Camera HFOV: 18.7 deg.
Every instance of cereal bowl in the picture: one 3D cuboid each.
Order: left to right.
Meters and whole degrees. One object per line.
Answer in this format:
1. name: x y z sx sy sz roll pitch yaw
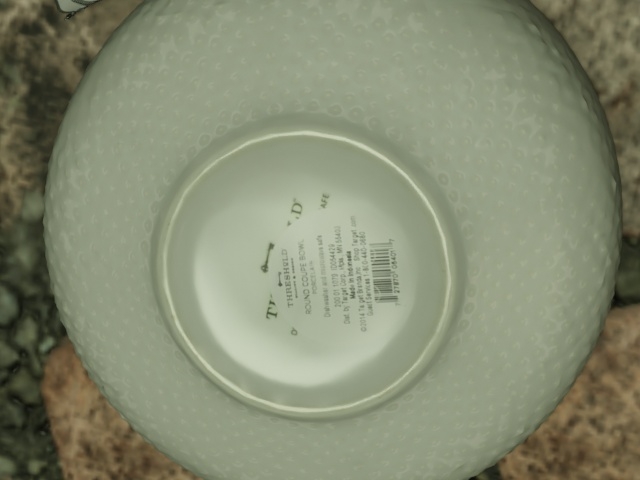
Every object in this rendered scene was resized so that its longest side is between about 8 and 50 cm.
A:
1. cereal bowl: 0.000 0.000 1.078 0.339 0.141 0.339 2 104 9

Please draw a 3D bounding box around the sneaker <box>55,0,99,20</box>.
1. sneaker: -0.161 -0.171 1.108 0.069 0.038 0.098 -31 98 14
